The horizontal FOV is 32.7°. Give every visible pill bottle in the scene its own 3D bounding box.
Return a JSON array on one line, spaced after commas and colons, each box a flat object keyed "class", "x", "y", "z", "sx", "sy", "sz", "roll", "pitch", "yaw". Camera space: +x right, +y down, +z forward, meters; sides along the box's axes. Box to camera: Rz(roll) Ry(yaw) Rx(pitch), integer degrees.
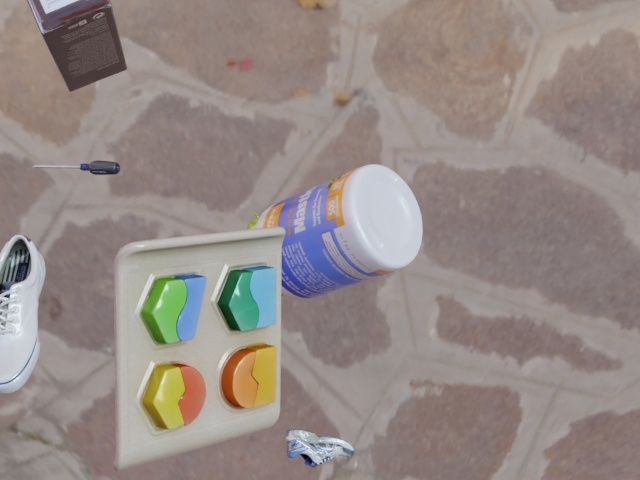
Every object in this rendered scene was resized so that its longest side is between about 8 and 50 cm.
[{"class": "pill bottle", "x": 0.000, "y": 0.000, "z": 1.568, "sx": 0.272, "sy": 0.152, "sz": 0.152, "roll": -21, "pitch": 60, "yaw": 41}]

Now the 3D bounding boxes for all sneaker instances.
[{"class": "sneaker", "x": -0.483, "y": 0.108, "z": 1.680, "sx": 0.094, "sy": 0.091, "sz": 0.258, "roll": -5, "pitch": 55, "yaw": 2}, {"class": "sneaker", "x": -0.004, "y": 0.368, "z": 1.896, "sx": 0.135, "sy": 0.052, "sz": 0.058, "roll": 17, "pitch": 71, "yaw": -25}]

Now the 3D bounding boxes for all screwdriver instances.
[{"class": "screwdriver", "x": -0.393, "y": -0.118, "z": 1.734, "sx": 0.170, "sy": 0.025, "sz": 0.024, "roll": 4, "pitch": 74, "yaw": 21}]

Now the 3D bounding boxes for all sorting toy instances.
[{"class": "sorting toy", "x": -0.102, "y": 0.096, "z": 0.990, "sx": 0.038, "sy": 0.193, "sz": 0.208, "roll": 14, "pitch": 105, "yaw": 42}]

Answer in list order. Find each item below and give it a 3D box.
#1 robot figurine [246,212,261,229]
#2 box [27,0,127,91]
[{"class": "robot figurine", "x": -0.090, "y": 0.012, "z": 1.800, "sx": 0.101, "sy": 0.067, "sz": 0.115, "roll": -1, "pitch": 91, "yaw": -38}, {"class": "box", "x": -0.476, "y": -0.438, "z": 2.068, "sx": 0.143, "sy": 0.381, "sz": 0.191, "roll": -24, "pitch": 84, "yaw": -7}]
